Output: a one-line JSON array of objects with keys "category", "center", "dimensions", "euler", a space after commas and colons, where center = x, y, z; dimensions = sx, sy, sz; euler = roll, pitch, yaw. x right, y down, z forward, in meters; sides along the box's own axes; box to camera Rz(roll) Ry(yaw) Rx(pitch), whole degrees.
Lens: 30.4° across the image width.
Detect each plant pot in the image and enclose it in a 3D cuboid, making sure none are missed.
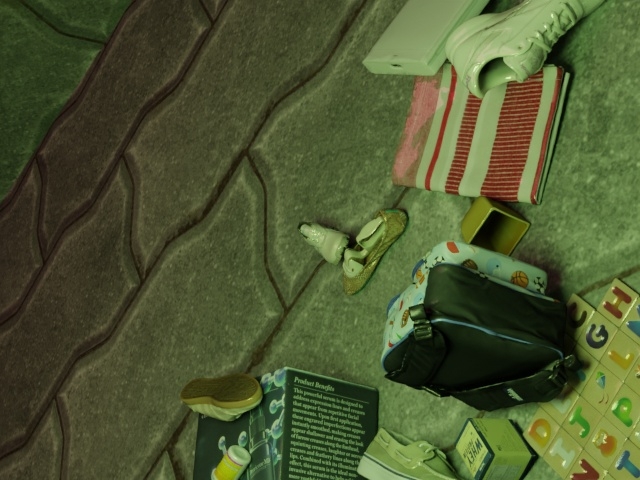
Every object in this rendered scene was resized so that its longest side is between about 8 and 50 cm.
[{"category": "plant pot", "center": [0.279, -0.029, 1.945], "dimensions": [0.081, 0.081, 0.083], "euler": [-58, 28, 20]}]

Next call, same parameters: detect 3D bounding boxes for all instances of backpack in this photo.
[{"category": "backpack", "center": [0.217, 0.136, 1.799], "dimensions": [0.263, 0.276, 0.213], "euler": [-49, 23, 51]}]

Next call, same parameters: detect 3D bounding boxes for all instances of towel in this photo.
[{"category": "towel", "center": [0.265, -0.193, 2.025], "dimensions": [0.329, 0.037, 0.237], "euler": [12, 89, 47]}]

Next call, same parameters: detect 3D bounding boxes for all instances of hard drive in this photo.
[{"category": "hard drive", "center": [0.226, -0.430, 2.150], "dimensions": [0.307, 0.040, 0.203], "euler": [-54, 31, -13]}]

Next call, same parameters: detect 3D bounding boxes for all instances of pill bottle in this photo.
[{"category": "pill bottle", "center": [-0.156, 0.395, 2.017], "dimensions": [0.083, 0.043, 0.043], "euler": [-58, 36, 20]}]

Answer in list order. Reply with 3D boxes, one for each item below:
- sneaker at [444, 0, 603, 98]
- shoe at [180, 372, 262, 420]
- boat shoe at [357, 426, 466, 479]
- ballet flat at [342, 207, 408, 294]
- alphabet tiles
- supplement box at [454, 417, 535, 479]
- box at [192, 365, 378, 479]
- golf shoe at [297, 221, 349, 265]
[{"category": "sneaker", "center": [0.356, -0.336, 1.910], "dimensions": [0.305, 0.114, 0.152], "euler": [-31, 48, 20]}, {"category": "shoe", "center": [-0.166, 0.280, 2.089], "dimensions": [0.219, 0.058, 0.076], "euler": [-6, 37, 51]}, {"category": "boat shoe", "center": [0.157, 0.370, 1.906], "dimensions": [0.302, 0.109, 0.094], "euler": [8, 79, 59]}, {"category": "ballet flat", "center": [0.084, 0.016, 2.215], "dimensions": [0.206, 0.067, 0.073], "euler": [-57, 40, 23]}, {"category": "alphabet tiles", "center": [0.419, 0.227, 1.676], "dimensions": [0.285, 0.011, 0.342], "euler": [-63, 34, 14]}, {"category": "supplement box", "center": [0.264, 0.317, 1.783], "dimensions": [0.083, 0.083, 0.056], "euler": [59, 136, 49]}, {"category": "box", "center": [-0.071, 0.458, 2.097], "dimensions": [0.293, 0.212, 0.395], "euler": [-26, 53, 48]}, {"category": "golf shoe", "center": [0.000, 0.000, 2.294], "dimensions": [0.069, 0.086, 0.176], "euler": [-66, 17, 1]}]
